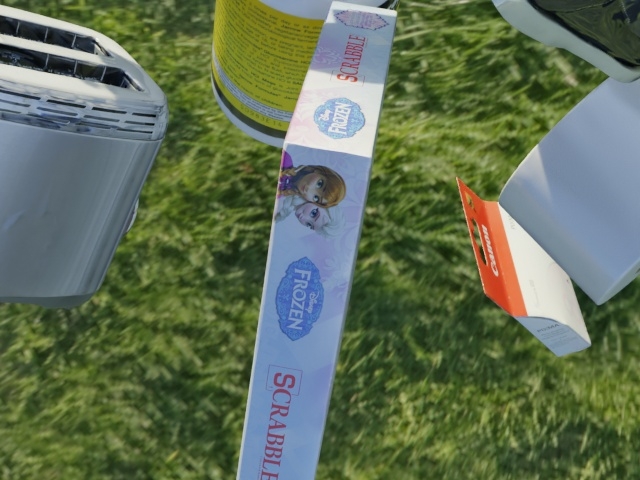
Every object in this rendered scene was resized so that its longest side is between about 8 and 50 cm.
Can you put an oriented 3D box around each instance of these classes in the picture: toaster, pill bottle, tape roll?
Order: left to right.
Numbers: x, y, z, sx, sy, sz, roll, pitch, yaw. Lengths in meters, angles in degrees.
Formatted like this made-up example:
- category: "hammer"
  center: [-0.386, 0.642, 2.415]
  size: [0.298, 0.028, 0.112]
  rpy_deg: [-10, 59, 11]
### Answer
- category: "toaster"
  center: [-0.188, -0.049, 0.743]
  size: [0.129, 0.227, 0.146]
  rpy_deg: [48, 118, 38]
- category: "pill bottle"
  center: [-0.012, -0.255, 1.298]
  size: [0.188, 0.188, 0.334]
  rpy_deg: [27, 151, 8]
- category: "tape roll"
  center: [0.349, -0.066, 1.462]
  size: [0.246, 0.246, 0.169]
  rpy_deg: [-47, 76, 19]

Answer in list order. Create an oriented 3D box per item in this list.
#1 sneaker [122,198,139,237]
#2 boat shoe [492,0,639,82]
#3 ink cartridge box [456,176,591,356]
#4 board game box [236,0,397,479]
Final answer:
- category: "sneaker"
  center: [-0.327, -0.102, 1.704]
  size: [0.106, 0.162, 0.281]
  rpy_deg: [20, 122, 25]
- category: "boat shoe"
  center: [0.140, -0.125, 0.575]
  size: [0.079, 0.233, 0.084]
  rpy_deg: [-29, 78, 25]
- category: "ink cartridge box"
  center: [0.270, 0.030, 1.687]
  size: [0.066, 0.232, 0.189]
  rpy_deg: [-23, 55, 19]
- category: "board game box"
  center: [0.000, 0.000, 1.074]
  size: [0.066, 0.318, 0.318]
  rpy_deg: [10, 118, 2]
